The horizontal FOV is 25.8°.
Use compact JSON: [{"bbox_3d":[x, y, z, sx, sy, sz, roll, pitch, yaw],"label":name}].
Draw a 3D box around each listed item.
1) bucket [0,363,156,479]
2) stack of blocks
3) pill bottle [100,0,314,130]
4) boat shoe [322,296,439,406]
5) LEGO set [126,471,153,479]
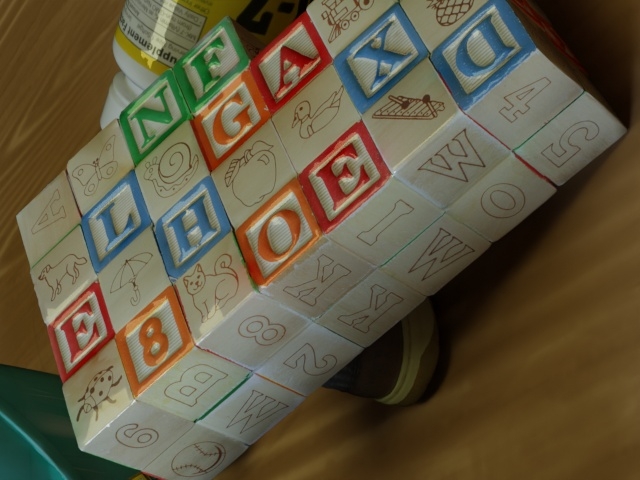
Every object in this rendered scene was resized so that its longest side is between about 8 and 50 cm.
[{"bbox_3d":[-0.255,0.221,1.069,0.281,0.183,0.281,-24,62,56],"label":"bucket"},{"bbox_3d":[-0.014,-0.032,0.719,0.297,0.087,0.171,-41,47,18],"label":"stack of blocks"},{"bbox_3d":[-0.066,-0.153,0.917,0.208,0.119,0.119,-66,33,23],"label":"pill bottle"},{"bbox_3d":[0.000,0.001,0.804,0.080,0.073,0.223,-59,36,32],"label":"boat shoe"},{"bbox_3d":[-0.143,0.228,0.861,0.183,0.244,0.060,1,125,35],"label":"LEGO set"}]
